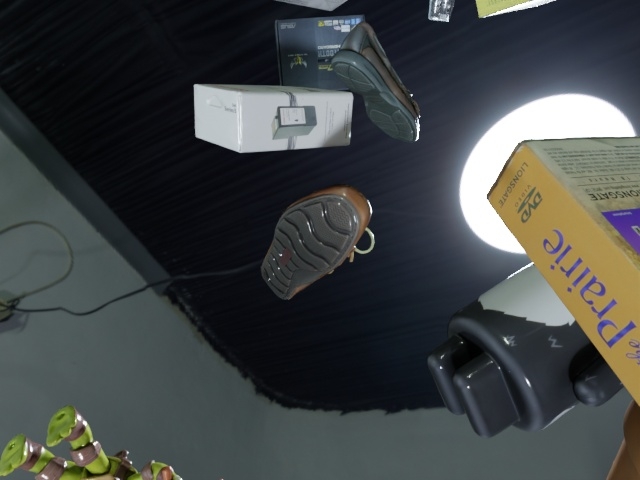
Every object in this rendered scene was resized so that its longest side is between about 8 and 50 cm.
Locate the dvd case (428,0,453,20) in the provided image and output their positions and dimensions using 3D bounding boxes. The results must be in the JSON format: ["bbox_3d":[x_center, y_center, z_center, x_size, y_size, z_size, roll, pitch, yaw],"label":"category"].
[{"bbox_3d":[0.074,-0.187,0.279,0.087,0.013,0.119,-63,159,-57],"label":"dvd case"}]

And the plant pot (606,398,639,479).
[{"bbox_3d":[0.456,0.310,0.576,0.291,0.291,0.203,-64,173,-60],"label":"plant pot"}]

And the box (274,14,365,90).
[{"bbox_3d":[0.003,-0.483,1.354,0.059,0.233,0.183,-115,-160,-71],"label":"box"}]

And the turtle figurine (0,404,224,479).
[{"bbox_3d":[-0.278,0.305,0.672,0.217,0.270,0.087,59,15,-29],"label":"turtle figurine"}]

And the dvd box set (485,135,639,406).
[{"bbox_3d":[0.330,0.091,0.295,0.062,0.308,0.420,108,-33,-45],"label":"dvd box set"}]

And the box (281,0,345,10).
[{"bbox_3d":[-0.037,-0.441,0.605,0.169,0.087,0.289,-4,94,-28],"label":"box"}]

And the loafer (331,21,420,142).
[{"bbox_3d":[0.117,-0.262,0.892,0.268,0.096,0.084,33,79,-54],"label":"loafer"}]

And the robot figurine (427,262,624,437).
[{"bbox_3d":[0.276,0.123,0.658,0.209,0.278,0.173,53,-14,32],"label":"robot figurine"}]

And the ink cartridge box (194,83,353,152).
[{"bbox_3d":[-0.100,-0.261,1.083,0.273,0.198,0.114,-11,114,-36],"label":"ink cartridge box"}]

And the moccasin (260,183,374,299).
[{"bbox_3d":[0.002,0.002,0.937,0.147,0.380,0.139,-36,78,-27],"label":"moccasin"}]

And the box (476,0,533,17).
[{"bbox_3d":[0.310,-0.370,0.744,0.232,0.087,0.058,-30,110,-41],"label":"box"}]
